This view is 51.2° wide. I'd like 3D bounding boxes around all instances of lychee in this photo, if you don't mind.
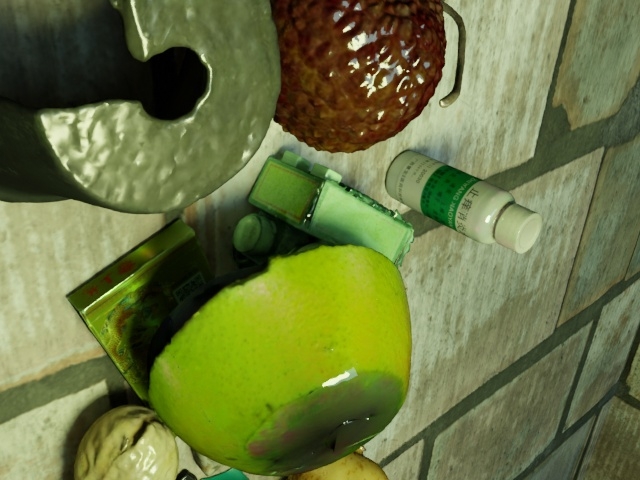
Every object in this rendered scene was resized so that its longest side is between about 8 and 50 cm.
[{"bbox_3d":[0.025,-0.236,0.775,0.261,0.261,0.260,-26,131,-34],"label":"lychee"}]

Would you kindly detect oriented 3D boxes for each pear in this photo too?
[{"bbox_3d":[-0.024,0.188,0.868,0.399,0.165,0.398,-19,146,-14],"label":"pear"}]

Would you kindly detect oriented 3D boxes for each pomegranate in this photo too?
[{"bbox_3d":[0.039,0.496,1.304,0.215,0.215,0.215,-26,131,-34],"label":"pomegranate"}]

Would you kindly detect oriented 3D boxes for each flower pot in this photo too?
[{"bbox_3d":[-0.183,-0.169,0.593,0.379,0.251,0.379,-26,131,-35],"label":"flower pot"}]

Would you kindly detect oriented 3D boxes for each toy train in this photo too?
[{"bbox_3d":[0.000,0.000,0.973,0.272,0.159,0.188,24,93,-47],"label":"toy train"}]

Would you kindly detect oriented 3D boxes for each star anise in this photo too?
[{"bbox_3d":[0.167,-0.312,0.901,0.218,0.227,0.148,-42,146,-2],"label":"star anise"}]

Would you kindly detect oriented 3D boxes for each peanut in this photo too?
[{"bbox_3d":[-0.282,0.359,0.929,0.149,0.149,0.313,-2,118,-46],"label":"peanut"}]

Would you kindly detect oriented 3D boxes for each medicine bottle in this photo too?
[{"bbox_3d":[0.227,-0.063,1.081,0.095,0.260,0.095,-27,132,-35],"label":"medicine bottle"}]

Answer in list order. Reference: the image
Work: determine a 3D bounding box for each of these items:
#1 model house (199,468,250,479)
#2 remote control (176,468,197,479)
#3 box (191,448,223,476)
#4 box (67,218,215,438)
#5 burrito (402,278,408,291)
[{"bbox_3d":[-0.157,0.475,1.161,0.127,0.100,0.149,-46,138,-16],"label":"model house"},{"bbox_3d":[-0.293,0.473,1.074,0.245,0.025,0.063,-43,138,-17],"label":"remote control"},{"bbox_3d":[-0.177,0.329,1.085,0.062,0.045,0.098,-31,135,-28],"label":"box"},{"bbox_3d":[-0.203,0.135,0.931,0.173,0.043,0.311,-39,138,-22],"label":"box"},{"bbox_3d":[0.114,0.194,1.287,0.096,0.066,0.309,-30,136,-34],"label":"burrito"}]
